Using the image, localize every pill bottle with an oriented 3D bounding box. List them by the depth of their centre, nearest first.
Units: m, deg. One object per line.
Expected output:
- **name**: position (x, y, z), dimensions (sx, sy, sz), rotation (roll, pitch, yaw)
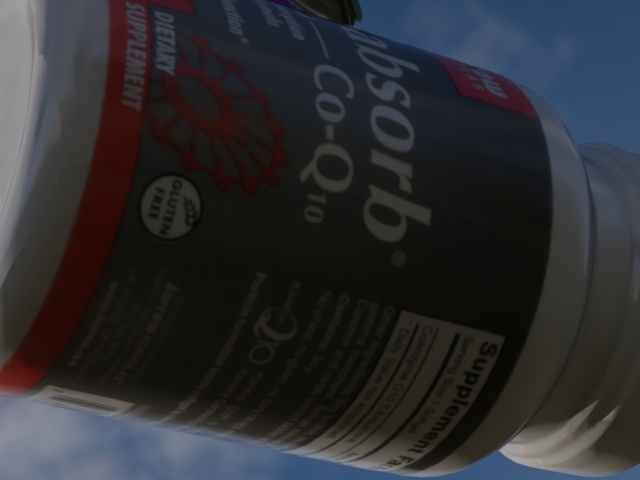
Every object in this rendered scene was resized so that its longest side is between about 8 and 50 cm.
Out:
- **pill bottle**: position (0.000, 0.000, 0.914), dimensions (0.362, 0.210, 0.210), rotation (14, -49, -26)

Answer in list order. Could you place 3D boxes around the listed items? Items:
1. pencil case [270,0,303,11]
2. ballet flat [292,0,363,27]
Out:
- **pencil case**: position (-0.011, -0.219, 1.492), dimensions (0.236, 0.104, 0.104), rotation (-49, -41, 3)
- **ballet flat**: position (-0.052, -0.269, 1.340), dimensions (0.096, 0.095, 0.280), rotation (-19, -71, -4)
